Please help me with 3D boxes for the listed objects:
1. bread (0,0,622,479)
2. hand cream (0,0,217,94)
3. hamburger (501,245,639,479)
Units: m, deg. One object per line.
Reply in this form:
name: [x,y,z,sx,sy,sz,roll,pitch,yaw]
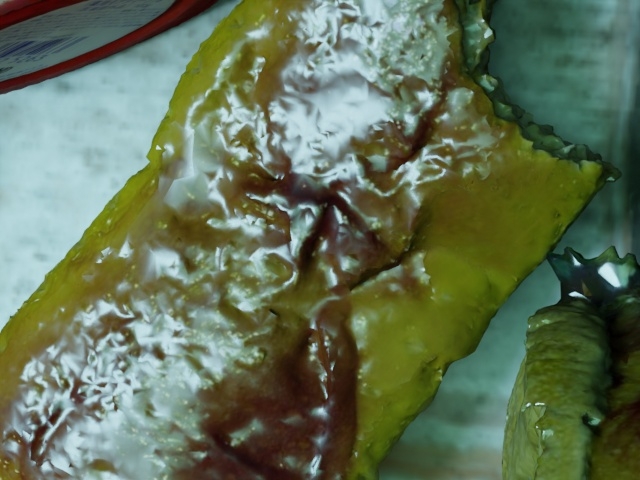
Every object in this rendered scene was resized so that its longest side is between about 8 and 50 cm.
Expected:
bread: [0.000,0.000,0.844,0.185,0.109,0.380,38,101,12]
hand cream: [-0.138,-0.142,0.832,0.193,0.193,0.125,-21,86,17]
hamburger: [0.135,0.155,0.747,0.133,0.211,0.308,5,84,1]
